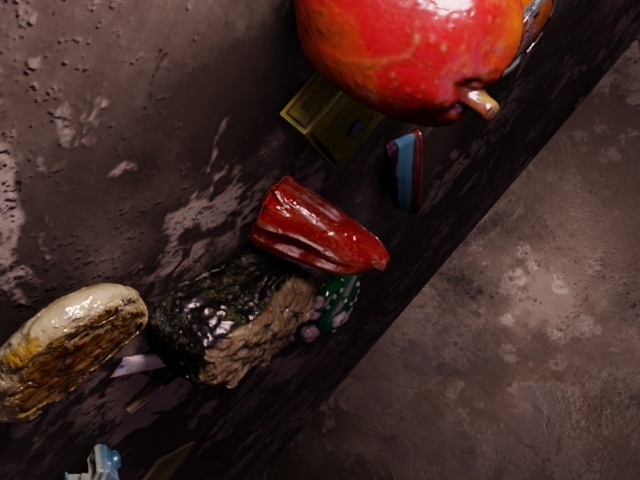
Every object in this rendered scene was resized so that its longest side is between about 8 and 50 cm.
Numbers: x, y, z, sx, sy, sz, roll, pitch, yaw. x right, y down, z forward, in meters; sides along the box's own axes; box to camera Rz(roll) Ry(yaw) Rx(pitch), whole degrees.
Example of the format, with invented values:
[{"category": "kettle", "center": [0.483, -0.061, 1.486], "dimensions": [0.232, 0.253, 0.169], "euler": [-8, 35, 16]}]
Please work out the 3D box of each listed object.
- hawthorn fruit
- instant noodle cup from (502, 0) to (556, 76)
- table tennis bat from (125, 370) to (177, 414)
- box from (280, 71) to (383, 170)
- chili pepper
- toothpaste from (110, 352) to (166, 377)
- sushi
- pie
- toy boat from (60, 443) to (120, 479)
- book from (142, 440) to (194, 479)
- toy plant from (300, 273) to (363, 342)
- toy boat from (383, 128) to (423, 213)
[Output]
[{"category": "hawthorn fruit", "center": [0.123, -0.268, 0.856], "dimensions": [0.265, 0.307, 0.265], "euler": [-36, 159, -16]}, {"category": "instant noodle cup", "center": [0.369, -0.444, 1.377], "dimensions": [0.177, 0.125, 0.208], "euler": [-37, 159, -32]}, {"category": "table tennis bat", "center": [-0.306, 0.279, 1.400], "dimensions": [0.220, 0.019, 0.130], "euler": [-39, 174, -17]}, {"category": "box", "center": [0.028, -0.212, 1.144], "dimensions": [0.141, 0.064, 0.220], "euler": [-50, 164, 2]}, {"category": "chili pepper", "center": [0.000, 0.000, 1.228], "dimensions": [0.144, 0.252, 0.136], "euler": [-58, 180, 4]}, {"category": "toothpaste", "center": [-0.320, 0.226, 1.278], "dimensions": [0.048, 0.031, 0.190], "euler": [-52, 160, 13]}, {"category": "sushi", "center": [-0.153, 0.143, 1.270], "dimensions": [0.350, 0.171, 0.211], "euler": [-25, 149, -55]}, {"category": "pie", "center": [-0.368, 0.163, 0.986], "dimensions": [0.274, 0.055, 0.274], "euler": [-41, 165, -13]}, {"category": "toy boat", "center": [-0.490, 0.502, 1.387], "dimensions": [0.102, 0.088, 0.215], "euler": [16, 120, -33]}, {"category": "book", "center": [-0.444, 0.648, 1.883], "dimensions": [0.192, 0.013, 0.168], "euler": [-54, 162, 16]}, {"category": "toy plant", "center": [0.032, 0.178, 1.888], "dimensions": [0.232, 0.112, 0.243], "euler": [-35, 152, -42]}, {"category": "toy boat", "center": [0.197, -0.158, 1.601], "dimensions": [0.079, 0.136, 0.392], "euler": [-17, 162, 3]}]
